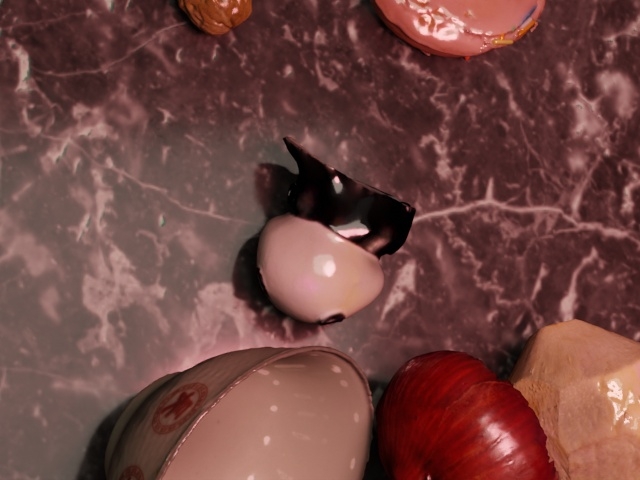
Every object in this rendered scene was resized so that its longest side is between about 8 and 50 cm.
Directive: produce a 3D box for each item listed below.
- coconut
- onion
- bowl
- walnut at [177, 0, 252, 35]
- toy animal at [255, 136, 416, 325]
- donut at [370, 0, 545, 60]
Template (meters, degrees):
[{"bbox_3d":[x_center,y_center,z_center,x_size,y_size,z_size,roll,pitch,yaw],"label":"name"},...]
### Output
[{"bbox_3d":[0.301,0.191,1.687,0.197,0.237,0.237,-18,84,-23],"label":"coconut"},{"bbox_3d":[0.145,0.227,1.621,0.161,0.248,0.248,-15,83,-8],"label":"onion"},{"bbox_3d":[-0.111,0.228,1.569,0.157,0.337,0.337,28,68,35],"label":"bowl"},{"bbox_3d":[-0.121,-0.276,1.742,0.079,0.082,0.096,-32,90,9],"label":"walnut"},{"bbox_3d":[0.000,0.000,1.695,0.166,0.138,0.179,23,81,11],"label":"toy animal"},{"bbox_3d":[0.169,-0.313,1.822,0.199,0.085,0.233,23,74,-9],"label":"donut"}]
